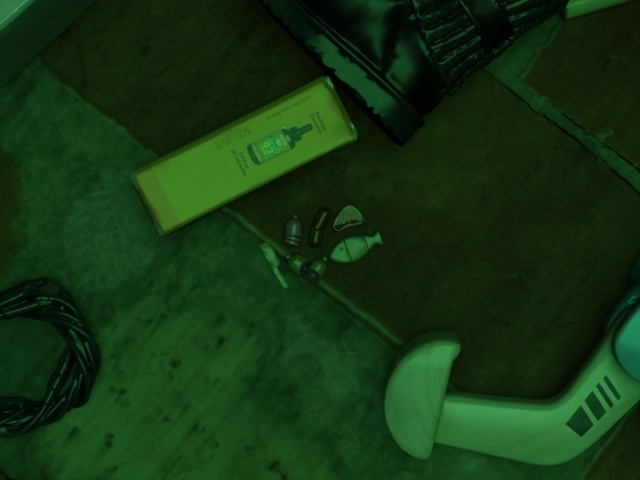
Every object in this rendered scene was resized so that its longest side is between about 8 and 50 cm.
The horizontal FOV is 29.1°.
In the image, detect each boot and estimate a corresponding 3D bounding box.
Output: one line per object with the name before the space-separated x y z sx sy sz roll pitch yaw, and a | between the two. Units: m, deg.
boot | 0.067 -0.300 1.289 0.260 0.131 0.348 -45 102 3

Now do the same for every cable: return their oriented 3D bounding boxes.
cable | -0.328 0.132 1.303 0.184 0.047 0.150 -27 96 -7

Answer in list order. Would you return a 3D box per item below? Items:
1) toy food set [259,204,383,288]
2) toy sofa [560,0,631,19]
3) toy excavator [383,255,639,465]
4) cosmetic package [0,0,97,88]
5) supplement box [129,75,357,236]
toy food set | 0.000 0.000 1.336 0.122 0.019 0.078 -29 91 -4
toy sofa | 0.338 -0.310 1.197 0.150 0.362 0.177 -16 85 -5
toy excavator | 0.346 0.136 1.279 0.433 0.222 0.445 38 95 -1
cosmetic package | -0.325 -0.272 1.228 0.151 0.184 0.151 45 77 -3
supplement box | -0.081 -0.088 1.305 0.233 0.080 0.078 -26 91 -3
